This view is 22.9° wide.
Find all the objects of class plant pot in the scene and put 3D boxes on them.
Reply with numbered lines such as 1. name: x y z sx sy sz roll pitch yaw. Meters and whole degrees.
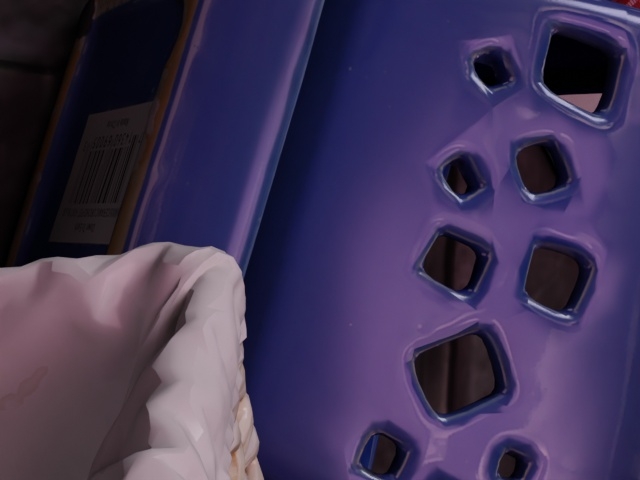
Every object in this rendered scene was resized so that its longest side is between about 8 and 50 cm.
1. plant pot: 0.000 0.000 0.646 0.212 0.236 0.236 20 82 -23

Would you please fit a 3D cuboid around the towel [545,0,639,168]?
1. towel: 0.280 -0.086 0.898 0.329 0.037 0.237 -38 109 -19

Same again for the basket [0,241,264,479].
1. basket: -0.168 0.202 0.413 0.328 0.331 0.266 -8 116 9
